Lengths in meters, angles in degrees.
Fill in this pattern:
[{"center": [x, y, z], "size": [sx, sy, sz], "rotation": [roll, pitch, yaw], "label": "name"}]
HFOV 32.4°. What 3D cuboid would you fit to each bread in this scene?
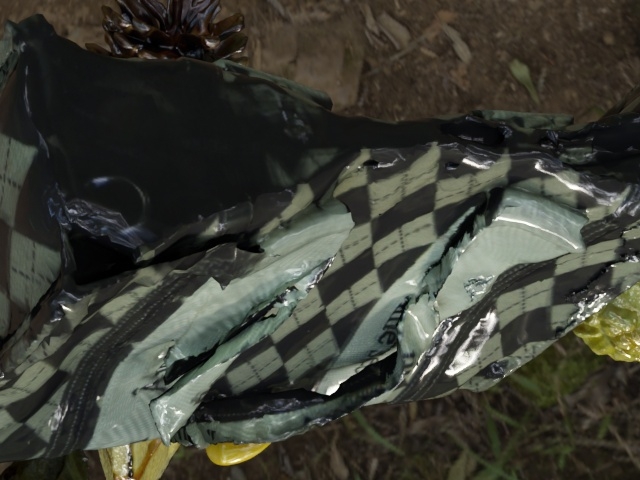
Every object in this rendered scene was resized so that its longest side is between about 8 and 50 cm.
[{"center": [-0.275, 0.304, 1.791], "size": [0.198, 0.236, 0.263], "rotation": [-4, 130, -12], "label": "bread"}]

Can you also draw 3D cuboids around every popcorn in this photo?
[{"center": [0.468, 0.071, 1.658], "size": [0.217, 0.235, 0.181], "rotation": [-41, 140, -16], "label": "popcorn"}]

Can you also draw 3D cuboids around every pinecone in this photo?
[{"center": [-0.186, -0.229, 1.387], "size": [0.202, 0.229, 0.201], "rotation": [-10, 112, -34], "label": "pinecone"}]

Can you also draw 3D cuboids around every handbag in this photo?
[{"center": [0.000, 0.000, 0.601], "size": [0.416, 0.180, 0.317], "rotation": [-2, 159, -33], "label": "handbag"}]

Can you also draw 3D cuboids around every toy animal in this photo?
[{"center": [-0.080, 0.150, 1.045], "size": [0.091, 0.114, 0.082], "rotation": [-23, 116, -14], "label": "toy animal"}]

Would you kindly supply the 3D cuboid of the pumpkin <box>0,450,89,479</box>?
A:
[{"center": [-0.329, 0.400, 1.280], "size": [0.148, 0.169, 0.312], "rotation": [-11, 105, -26], "label": "pumpkin"}]
